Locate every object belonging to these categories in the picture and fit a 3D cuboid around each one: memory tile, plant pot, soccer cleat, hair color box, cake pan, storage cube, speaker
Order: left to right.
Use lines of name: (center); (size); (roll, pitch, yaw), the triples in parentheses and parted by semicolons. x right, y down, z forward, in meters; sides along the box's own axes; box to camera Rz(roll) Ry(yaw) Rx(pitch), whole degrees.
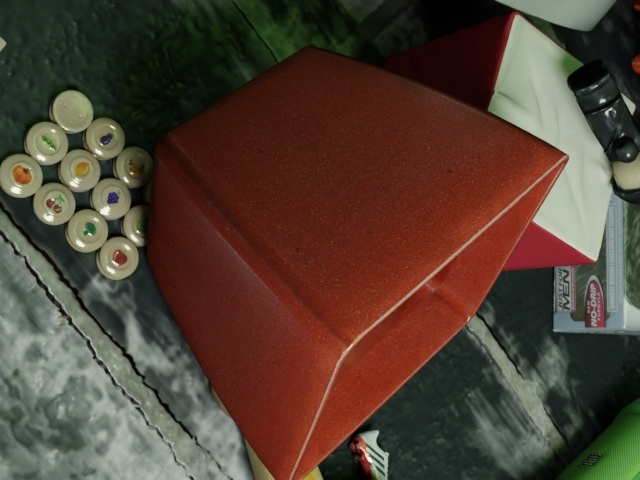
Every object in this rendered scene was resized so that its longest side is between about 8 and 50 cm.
memory tile: (-0.196, -0.049, 0.889); (0.148, 0.012, 0.113); (43, 64, -22)
plant pot: (0.000, 0.000, 0.857); (0.236, 0.267, 0.267); (42, 58, 17)
soccer cleat: (0.057, 0.230, 1.020); (0.036, 0.029, 0.083); (-22, 93, -29)
storage cube: (0.166, -0.087, 1.027); (0.215, 0.193, 0.183); (30, 70, -29)
cake pan: (0.170, -0.289, 1.025); (0.293, 0.293, 0.054); (9, 117, -33)
speaker: (0.320, 0.292, 1.129); (0.296, 0.131, 0.131); (-33, 103, -32)
hair color box: (0.456, 0.026, 1.257); (0.374, 0.114, 0.185); (5, 82, -33)

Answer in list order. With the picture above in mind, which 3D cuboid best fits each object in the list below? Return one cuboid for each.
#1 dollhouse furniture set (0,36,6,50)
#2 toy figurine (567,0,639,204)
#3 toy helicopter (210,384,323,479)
dollhouse furniture set: (-0.303, -0.145, 0.723); (0.129, 0.184, 0.129); (41, 65, -24)
toy figurine: (0.358, -0.139, 0.920); (0.213, 0.209, 0.148); (-48, 117, -27)
toy helicopter: (-0.032, 0.261, 0.922); (0.235, 0.140, 0.355); (-16, 83, -25)
